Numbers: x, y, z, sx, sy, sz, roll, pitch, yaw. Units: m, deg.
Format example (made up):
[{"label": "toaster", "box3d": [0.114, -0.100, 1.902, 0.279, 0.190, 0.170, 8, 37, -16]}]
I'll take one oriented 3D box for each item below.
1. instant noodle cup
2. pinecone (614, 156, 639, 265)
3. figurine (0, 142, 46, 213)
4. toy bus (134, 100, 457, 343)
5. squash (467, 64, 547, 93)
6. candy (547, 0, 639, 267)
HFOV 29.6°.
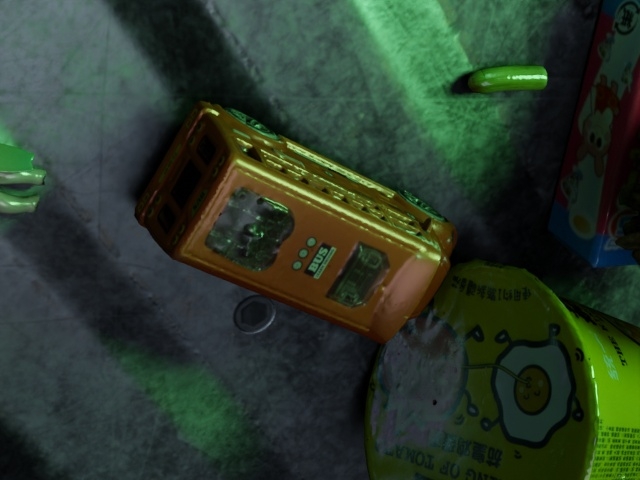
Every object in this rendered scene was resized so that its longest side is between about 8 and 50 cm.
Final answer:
[{"label": "instant noodle cup", "box3d": [0.242, 0.199, 1.301, 0.254, 0.325, 0.326, 12, 112, -38]}, {"label": "pinecone", "box3d": [0.426, -0.034, 1.172, 0.257, 0.243, 0.243, -42, 125, -3]}, {"label": "figurine", "box3d": [-0.323, -0.052, 1.045, 0.187, 0.083, 0.083, 8, 114, -38]}, {"label": "toy bus", "box3d": [0.000, 0.000, 1.164, 0.329, 0.153, 0.143, 25, 103, -32]}, {"label": "squash", "box3d": [0.188, -0.164, 1.233, 0.083, 0.027, 0.028, -5, 119, -21]}, {"label": "candy", "box3d": [0.360, -0.125, 1.288, 0.157, 0.100, 0.306, -3, 119, -23]}]
